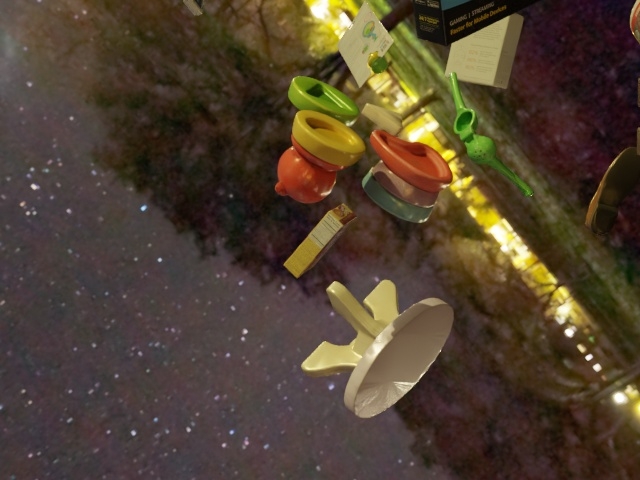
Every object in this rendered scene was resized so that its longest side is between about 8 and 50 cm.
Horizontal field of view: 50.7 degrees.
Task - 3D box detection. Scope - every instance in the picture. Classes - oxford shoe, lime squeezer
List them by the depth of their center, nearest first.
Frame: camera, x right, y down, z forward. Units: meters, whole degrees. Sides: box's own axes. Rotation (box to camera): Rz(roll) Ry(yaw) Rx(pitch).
[{"bbox_3d":[0.321,-0.218,1.354,0.110,0.059,0.310,-21,-106,-32],"label":"lime squeezer"},{"bbox_3d":[0.668,-0.119,1.561,0.076,0.212,0.076,23,-168,-6],"label":"oxford shoe"}]

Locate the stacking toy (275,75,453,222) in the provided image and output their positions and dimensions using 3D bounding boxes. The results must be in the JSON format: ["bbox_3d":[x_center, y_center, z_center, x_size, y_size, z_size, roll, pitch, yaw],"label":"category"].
[{"bbox_3d":[0.053,-0.145,1.170,0.309,0.130,0.279,15,-150,-26],"label":"stacking toy"}]

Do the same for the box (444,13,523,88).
[{"bbox_3d":[0.388,-0.457,1.601,0.130,0.170,0.091,21,-163,32],"label":"box"}]

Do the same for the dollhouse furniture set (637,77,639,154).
[{"bbox_3d":[0.592,-0.167,0.990,0.161,0.212,0.242,18,134,44],"label":"dollhouse furniture set"}]

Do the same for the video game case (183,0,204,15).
[{"bbox_3d":[-0.269,-0.561,1.271,0.201,0.023,0.183,48,-139,-59],"label":"video game case"}]

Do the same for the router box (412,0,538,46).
[{"bbox_3d":[0.154,-0.264,0.579,0.046,0.179,0.133,37,150,48],"label":"router box"}]

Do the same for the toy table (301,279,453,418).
[{"bbox_3d":[0.106,0.194,1.298,0.161,0.274,0.252,29,141,39],"label":"toy table"}]

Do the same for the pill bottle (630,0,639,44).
[{"bbox_3d":[0.851,-0.418,1.479,0.210,0.210,0.363,40,-149,-44],"label":"pill bottle"}]

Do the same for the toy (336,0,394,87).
[{"bbox_3d":[0.121,-0.481,1.677,0.056,0.137,0.237,22,-148,-28],"label":"toy"}]

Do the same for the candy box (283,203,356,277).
[{"bbox_3d":[0.000,0.000,1.650,0.053,0.186,0.109,45,-156,6],"label":"candy box"}]
